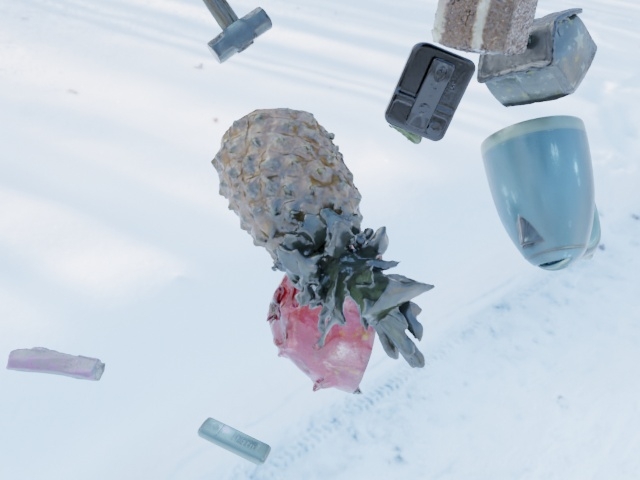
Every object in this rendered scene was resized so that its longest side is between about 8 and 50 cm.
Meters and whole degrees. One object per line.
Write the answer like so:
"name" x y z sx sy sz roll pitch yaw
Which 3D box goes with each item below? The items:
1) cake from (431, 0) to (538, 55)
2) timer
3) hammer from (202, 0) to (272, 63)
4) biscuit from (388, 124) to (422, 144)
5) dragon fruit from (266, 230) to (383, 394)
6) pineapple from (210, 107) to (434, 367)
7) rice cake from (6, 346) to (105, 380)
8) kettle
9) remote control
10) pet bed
"cake" 0.285 -0.393 1.078 0.147 0.134 0.135 22 22 29
"timer" 0.233 -0.319 1.330 0.144 0.187 0.055 20 22 -6
"hammer" -0.222 -0.466 0.985 0.111 0.365 0.043 -37 14 -7
"biscuit" 0.250 -0.340 1.572 0.099 0.038 0.322 39 39 -7
"dragon fruit" 0.004 0.162 1.437 0.249 0.386 0.370 13 68 -7
"pineapple" 0.000 0.000 0.674 0.169 0.169 0.340 -7 49 -29
"rice cake" -0.496 0.231 1.152 0.207 0.036 0.047 4 53 18
"kettle" 0.570 -0.097 1.503 0.320 0.341 0.247 -2 -13 -33
"remote control" -0.143 0.334 1.030 0.125 0.017 0.053 24 16 5
"pet bed" 0.459 -0.406 1.348 0.159 0.183 0.211 42 -19 -30
